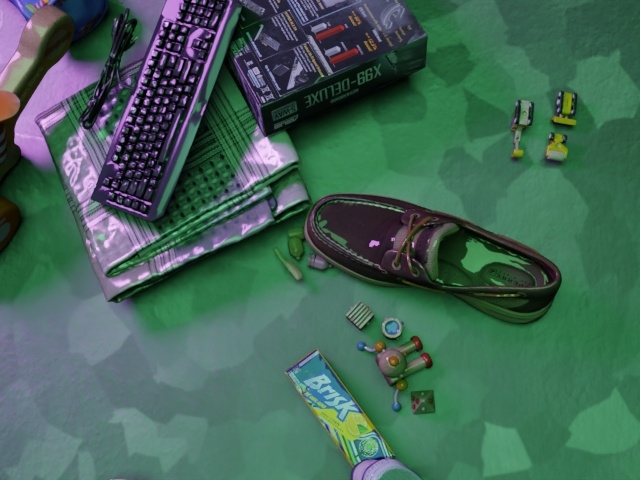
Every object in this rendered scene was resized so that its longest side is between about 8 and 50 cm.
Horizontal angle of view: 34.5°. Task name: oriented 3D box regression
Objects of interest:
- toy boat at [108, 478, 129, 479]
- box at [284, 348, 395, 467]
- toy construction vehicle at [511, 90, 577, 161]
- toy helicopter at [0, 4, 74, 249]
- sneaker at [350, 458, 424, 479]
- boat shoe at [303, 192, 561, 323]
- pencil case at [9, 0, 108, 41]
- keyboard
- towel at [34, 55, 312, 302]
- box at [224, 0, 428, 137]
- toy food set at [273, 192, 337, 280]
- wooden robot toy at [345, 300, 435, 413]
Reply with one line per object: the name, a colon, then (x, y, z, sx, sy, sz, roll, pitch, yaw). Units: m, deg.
toy boat: (-0.302, 0.458, 1.247, 0.318, 0.148, 0.267, -29, 77, -3)
box: (0.026, 0.222, 1.321, 0.054, 0.059, 0.169, -37, 78, -4)
toy construction vehicle: (0.302, -0.155, 1.403, 0.086, 0.035, 0.098, 6, 80, -6)
toy helicopter: (-0.437, -0.159, 1.343, 0.140, 0.235, 0.355, 30, 85, 10)
sneaker: (0.139, 0.351, 1.262, 0.094, 0.091, 0.258, -44, 105, -12)
boat shoe: (0.143, 0.009, 1.323, 0.342, 0.123, 0.123, 22, 75, 7)
pencil case: (-0.441, -0.410, 1.464, 0.306, 0.119, 0.133, 45, 55, 12)
keyboard: (-0.232, -0.196, 1.357, 0.202, 0.033, 0.317, 19, 87, 30)
towel: (-0.205, -0.114, 1.395, 0.312, 0.056, 0.324, -27, 69, -2)
box: (-0.033, -0.319, 1.398, 0.243, 0.076, 0.307, -25, 65, -9)
toy food set: (0.000, 0.000, 1.396, 0.122, 0.019, 0.078, -37, 78, -12)
wooden robot toy: (0.097, 0.147, 1.323, 0.076, 0.079, 0.173, -30, 78, -3)
